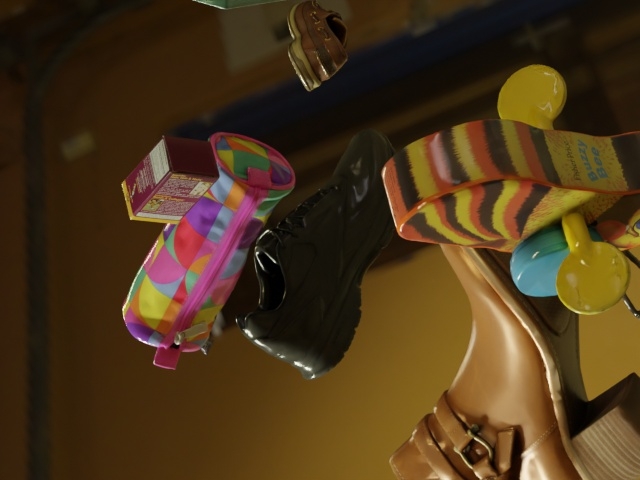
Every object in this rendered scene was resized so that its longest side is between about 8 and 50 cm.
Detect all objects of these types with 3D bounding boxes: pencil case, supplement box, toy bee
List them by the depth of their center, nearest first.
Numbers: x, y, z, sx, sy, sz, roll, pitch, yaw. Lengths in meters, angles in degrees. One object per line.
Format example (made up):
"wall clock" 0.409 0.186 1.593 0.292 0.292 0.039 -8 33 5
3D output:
"toy bee" 0.194 -0.046 1.431 0.298 0.162 0.195 -11 -113 -52
"supplement box" -0.140 -0.056 1.844 0.055 0.083 0.043 7 -125 -36
"pencil case" -0.113 0.008 1.966 0.104 0.236 0.104 21 -153 -12

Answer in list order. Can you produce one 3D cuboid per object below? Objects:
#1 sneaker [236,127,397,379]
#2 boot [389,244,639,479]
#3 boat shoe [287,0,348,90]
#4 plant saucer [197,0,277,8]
"sneaker" 0.000 0.000 2.150 0.130 0.109 0.286 26 -110 -19
"boot" 0.139 0.123 1.677 0.283 0.220 0.109 49 -148 -4
"boat shoe" 0.003 -0.217 2.144 0.064 0.060 0.178 61 -168 -24
"plant saucer" -0.094 -0.299 2.381 0.192 0.067 0.018 -20 -55 -62
